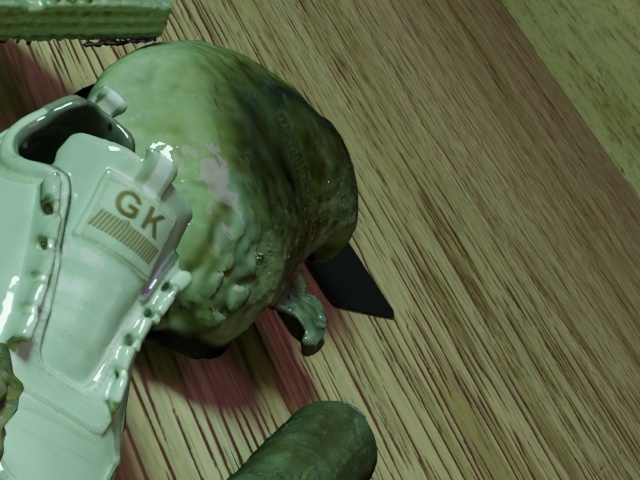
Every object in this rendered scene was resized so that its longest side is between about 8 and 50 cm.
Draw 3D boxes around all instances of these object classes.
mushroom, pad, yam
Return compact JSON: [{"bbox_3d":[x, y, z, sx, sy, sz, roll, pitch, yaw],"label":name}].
[{"bbox_3d":[-0.060,-0.035,1.070,0.247,0.130,0.344,47,19,11],"label":"mushroom"},{"bbox_3d":[0.000,0.000,1.325,0.112,0.003,0.157,15,37,-57],"label":"pad"},{"bbox_3d":[-0.020,0.148,0.899,0.068,0.068,0.169,49,23,3],"label":"yam"}]

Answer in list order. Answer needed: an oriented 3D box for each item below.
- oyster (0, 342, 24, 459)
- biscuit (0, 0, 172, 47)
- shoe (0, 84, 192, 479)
[{"bbox_3d":[-0.277,-0.015,0.571,0.351,0.115,0.238,50,19,6],"label":"oyster"},{"bbox_3d":[-0.224,-0.184,0.979,0.252,0.052,0.150,-5,52,-39],"label":"biscuit"},{"bbox_3d":[-0.124,0.026,0.767,0.124,0.159,0.316,37,19,-34],"label":"shoe"}]
